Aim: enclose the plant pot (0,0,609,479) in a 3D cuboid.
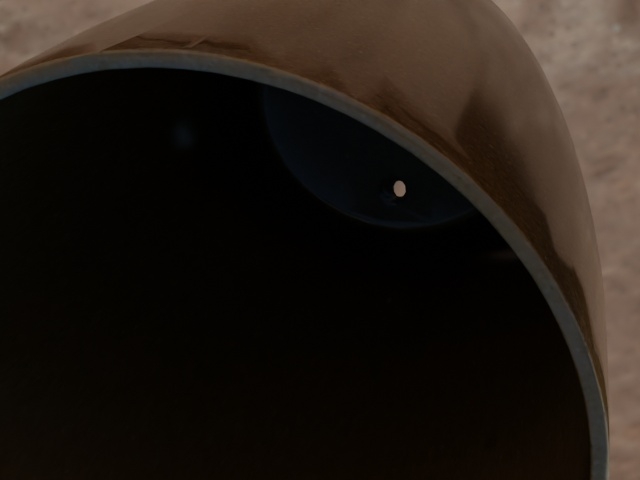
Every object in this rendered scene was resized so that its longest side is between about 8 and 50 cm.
[{"bbox_3d":[0.000,0.000,0.661,0.237,0.237,0.254,-26,-164,27],"label":"plant pot"}]
